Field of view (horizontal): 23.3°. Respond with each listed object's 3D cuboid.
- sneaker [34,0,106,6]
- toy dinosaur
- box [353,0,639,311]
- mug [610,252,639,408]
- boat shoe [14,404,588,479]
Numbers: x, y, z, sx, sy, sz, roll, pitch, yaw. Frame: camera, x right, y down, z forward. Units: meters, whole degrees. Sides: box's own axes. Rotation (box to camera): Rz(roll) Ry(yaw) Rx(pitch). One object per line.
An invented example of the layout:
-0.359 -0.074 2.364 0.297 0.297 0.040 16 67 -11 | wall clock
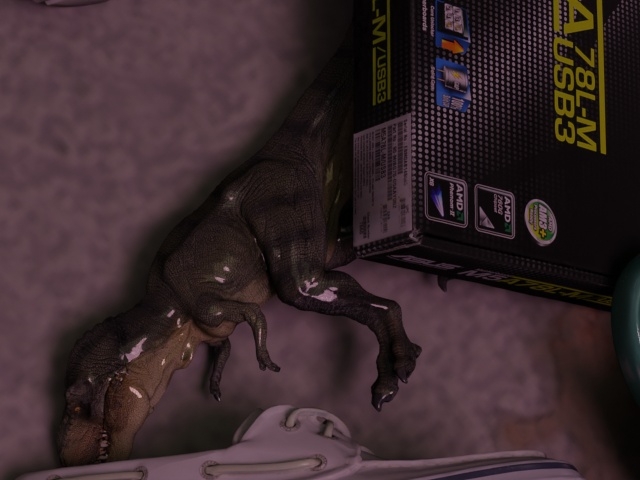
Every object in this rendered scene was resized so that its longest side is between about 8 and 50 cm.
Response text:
-0.043 -0.193 0.633 0.235 0.090 0.095 -32 80 5 | sneaker
0.000 0.000 0.653 0.118 0.064 0.268 34 66 -1 | toy dinosaur
0.093 -0.071 0.675 0.184 0.045 0.191 12 72 -36 | box
0.193 0.080 0.652 0.157 0.129 0.097 26 77 26 | mug
-0.013 0.096 0.581 0.226 0.083 0.076 -10 63 0 | boat shoe
